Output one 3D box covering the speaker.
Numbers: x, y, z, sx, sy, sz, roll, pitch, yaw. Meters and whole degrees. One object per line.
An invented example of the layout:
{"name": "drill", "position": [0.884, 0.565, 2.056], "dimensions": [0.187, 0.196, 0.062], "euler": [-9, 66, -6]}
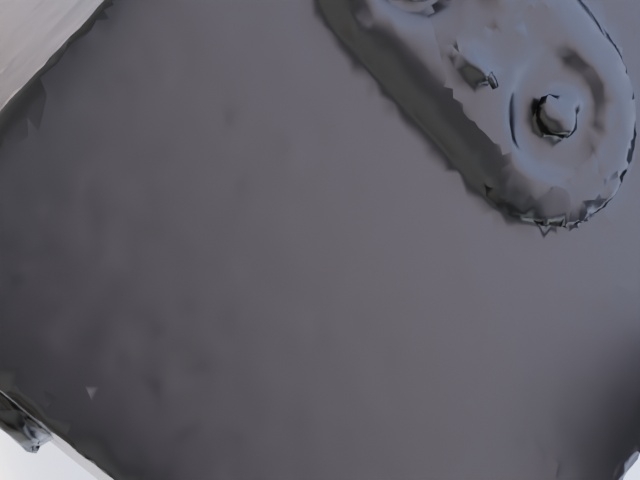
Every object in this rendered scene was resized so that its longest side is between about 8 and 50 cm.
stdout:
{"name": "speaker", "position": [0.000, 0.000, 0.451], "dimensions": [0.254, 0.232, 0.184], "euler": [47, -16, -24]}
